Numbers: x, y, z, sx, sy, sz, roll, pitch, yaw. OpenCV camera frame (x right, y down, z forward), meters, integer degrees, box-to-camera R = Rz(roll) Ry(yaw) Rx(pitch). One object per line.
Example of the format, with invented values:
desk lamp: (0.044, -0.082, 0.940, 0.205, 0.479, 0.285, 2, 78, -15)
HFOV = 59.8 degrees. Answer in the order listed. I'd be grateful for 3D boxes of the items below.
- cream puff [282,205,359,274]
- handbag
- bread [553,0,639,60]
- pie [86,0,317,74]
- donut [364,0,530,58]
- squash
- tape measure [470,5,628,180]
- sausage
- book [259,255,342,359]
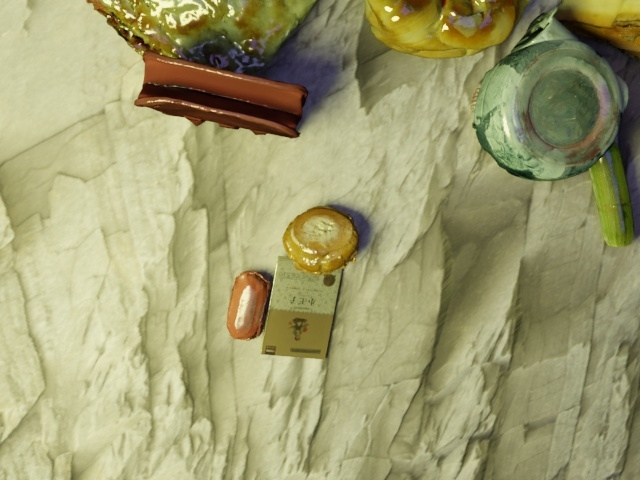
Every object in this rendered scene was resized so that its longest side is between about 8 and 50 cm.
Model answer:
cream puff: (0.000, 0.004, 1.054, 0.144, 0.103, 0.126, 0, 59, -8)
handbag: (-0.153, -0.227, 0.924, 0.260, 0.275, 0.084, 9, 96, -8)
bread: (0.590, -0.454, 0.956, 0.279, 0.315, 0.248, 18, 95, 2)
pie: (-0.188, -0.476, 0.937, 0.418, 0.180, 0.395, 27, 93, -15)
donut: (0.214, -0.499, 0.975, 0.361, 0.170, 0.360, -1, 97, -7)
squash: (0.583, -0.098, 1.120, 0.066, 0.066, 0.228, -16, 100, -3)
tape measure: (0.425, -0.247, 1.043, 0.256, 0.147, 0.275, 36, 90, -11)
sausage: (-0.140, 0.125, 1.078, 0.076, 0.076, 0.141, 9, 98, -7)
book: (-0.037, 0.136, 1.105, 0.139, 0.016, 0.198, 9, 97, -18)
